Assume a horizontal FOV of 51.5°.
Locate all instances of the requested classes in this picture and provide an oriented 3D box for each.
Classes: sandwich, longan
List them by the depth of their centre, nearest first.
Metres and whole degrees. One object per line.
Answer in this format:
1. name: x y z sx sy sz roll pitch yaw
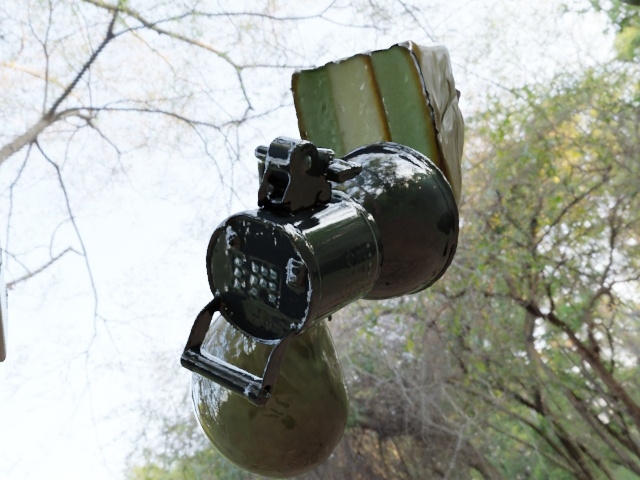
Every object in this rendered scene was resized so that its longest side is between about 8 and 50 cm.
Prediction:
1. sandwich: 0.089 -0.108 0.790 0.155 0.228 0.198 -7 11 24
2. longan: -0.064 0.198 0.900 0.215 0.246 0.246 -29 -28 -38

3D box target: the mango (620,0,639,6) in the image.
1. mango: 0.323 -0.398 0.844 0.129 0.289 0.146 -59 -12 28

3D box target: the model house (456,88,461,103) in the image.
1. model house: 0.136 -0.275 1.329 0.237 0.202 0.237 -28 7 -38

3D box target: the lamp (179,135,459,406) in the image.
1. lamp: 0.000 0.000 0.522 0.227 0.147 0.172 -22 -55 -54

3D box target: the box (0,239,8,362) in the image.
1. box: -0.701 0.128 1.435 0.044 0.142 0.285 -2 -47 -23
